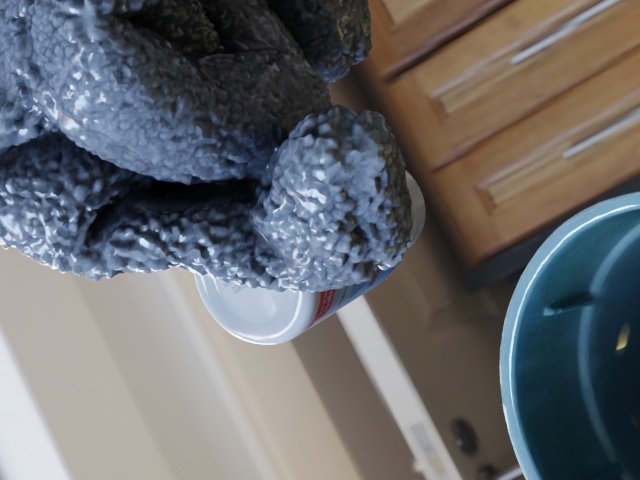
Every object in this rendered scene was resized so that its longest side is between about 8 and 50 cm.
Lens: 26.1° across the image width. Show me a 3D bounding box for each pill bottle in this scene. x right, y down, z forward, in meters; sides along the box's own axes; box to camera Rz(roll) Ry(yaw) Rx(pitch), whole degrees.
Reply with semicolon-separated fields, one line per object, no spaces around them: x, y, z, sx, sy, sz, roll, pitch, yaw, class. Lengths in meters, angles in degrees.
0.000;0.000;0.865;0.087;0.087;0.160;-33;178;38;pill bottle

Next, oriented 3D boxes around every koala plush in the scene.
-0.065;-0.115;0.513;0.203;0.196;0.221;-2;134;-7;koala plush

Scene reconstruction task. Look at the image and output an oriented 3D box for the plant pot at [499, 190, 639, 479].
0.384;0.096;1.119;0.334;0.341;0.341;-16;167;-42;plant pot
